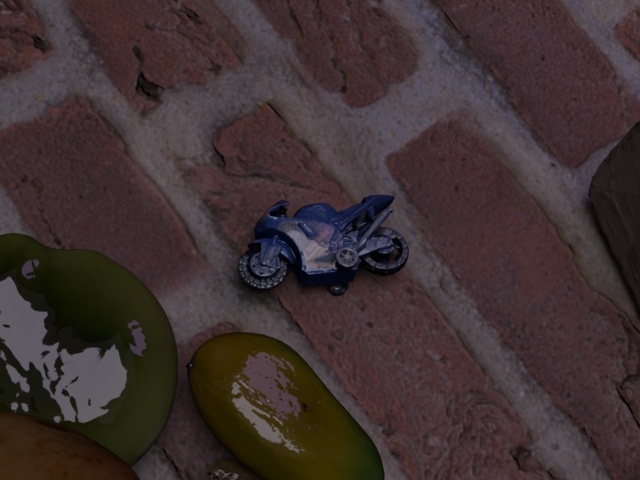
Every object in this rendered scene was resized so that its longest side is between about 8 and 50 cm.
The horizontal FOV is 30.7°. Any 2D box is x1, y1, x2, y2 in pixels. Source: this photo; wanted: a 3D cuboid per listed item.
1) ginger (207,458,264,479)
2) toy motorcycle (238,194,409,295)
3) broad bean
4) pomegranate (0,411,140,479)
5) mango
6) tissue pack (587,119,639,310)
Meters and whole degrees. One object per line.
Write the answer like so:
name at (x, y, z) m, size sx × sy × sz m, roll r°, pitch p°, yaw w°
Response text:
ginger at (-0.002, 0.359, 1.196) m, size 0.148 × 0.081 × 0.334 m, roll -32°, pitch 67°, yaw -15°
toy motorcycle at (0.000, 0.000, 1.352) m, size 0.205 × 0.076 × 0.114 m, roll -7°, pitch 62°, yaw -14°
broad bean at (-0.278, 0.116, 1.226) m, size 0.238 × 0.119 × 0.291 m, roll -34°, pitch 78°, yaw -21°
pomegranate at (-0.269, 0.324, 1.053) m, size 0.338 × 0.338 × 0.338 m, roll 4°, pitch 67°, yaw -9°
mango at (-0.041, 0.193, 1.241) m, size 0.237 × 0.091 × 0.137 m, roll 45°, pitch 49°, yaw 12°
tissue pack at (0.576, -0.051, 1.374) m, size 0.416 × 0.253 × 0.264 m, roll -16°, pitch 72°, yaw -17°
